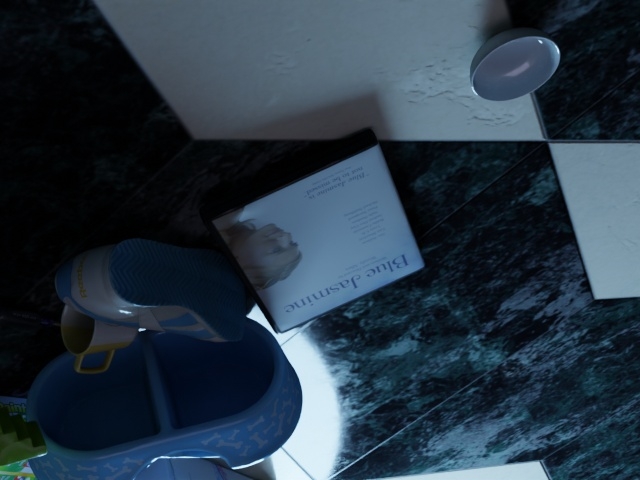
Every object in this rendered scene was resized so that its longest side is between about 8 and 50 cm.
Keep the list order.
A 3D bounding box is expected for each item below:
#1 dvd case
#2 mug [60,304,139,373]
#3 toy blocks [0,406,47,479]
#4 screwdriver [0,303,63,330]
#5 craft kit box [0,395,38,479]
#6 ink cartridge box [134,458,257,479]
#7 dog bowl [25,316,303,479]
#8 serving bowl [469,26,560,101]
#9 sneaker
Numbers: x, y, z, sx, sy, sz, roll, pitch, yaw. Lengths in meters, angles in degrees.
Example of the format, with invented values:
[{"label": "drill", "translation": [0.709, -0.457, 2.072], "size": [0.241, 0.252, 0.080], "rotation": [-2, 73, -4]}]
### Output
[{"label": "dvd case", "translation": [0.000, 0.000, 1.317], "size": [0.180, 0.022, 0.253], "rotation": [-25, 147, 1]}, {"label": "mug", "translation": [-0.222, 0.089, 1.320], "size": [0.064, 0.062, 0.078], "rotation": [4, 139, -44]}, {"label": "toy blocks", "translation": [-0.444, 0.127, 1.121], "size": [0.381, 0.191, 0.261], "rotation": [-14, 118, -17]}, {"label": "screwdriver", "translation": [-0.264, 0.083, 1.334], "size": [0.024, 0.025, 0.170], "rotation": [-38, 151, 27]}, {"label": "craft kit box", "translation": [-0.380, 0.266, 1.506], "size": [0.247, 0.061, 0.250], "rotation": [11, 137, -41]}, {"label": "ink cartridge box", "translation": [-0.190, 0.386, 1.715], "size": [0.201, 0.117, 0.278], "rotation": [-30, 146, 17]}, {"label": "dog bowl", "translation": [-0.166, 0.166, 1.363], "size": [0.297, 0.166, 0.074], "rotation": [-13, 143, -8]}, {"label": "serving bowl", "translation": [0.170, -0.162, 1.168], "size": [0.083, 0.027, 0.083], "rotation": [-13, 147, -8]}, {"label": "sneaker", "translation": [-0.157, 0.050, 1.283], "size": [0.092, 0.087, 0.229], "rotation": [-11, 159, 32]}]
